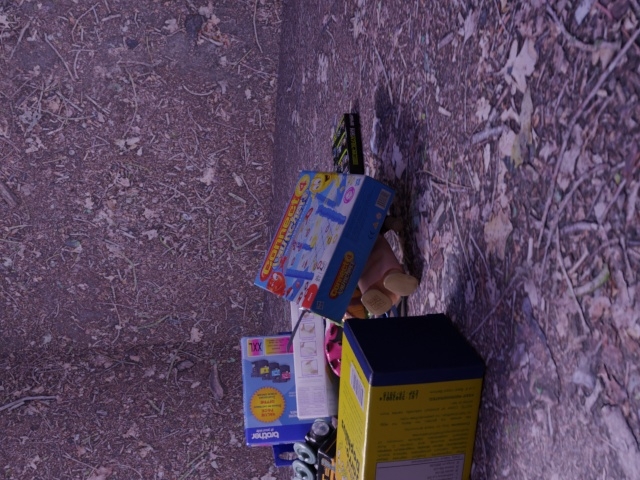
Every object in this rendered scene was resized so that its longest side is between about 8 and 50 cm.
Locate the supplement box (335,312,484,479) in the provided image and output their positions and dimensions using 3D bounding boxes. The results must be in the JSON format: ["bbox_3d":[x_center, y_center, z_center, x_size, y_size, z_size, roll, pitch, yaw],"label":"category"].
[{"bbox_3d":[0.146,0.333,1.230,0.195,0.194,0.356,-119,30,-66],"label":"supplement box"}]

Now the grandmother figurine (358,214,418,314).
[{"bbox_3d":[0.105,0.019,1.548,0.104,0.208,0.342,50,-165,-34],"label":"grandmother figurine"}]

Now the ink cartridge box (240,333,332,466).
[{"bbox_3d":[-0.107,0.499,2.158,0.151,0.270,0.395,107,159,-72],"label":"ink cartridge box"}]

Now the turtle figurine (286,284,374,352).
[{"bbox_3d":[0.053,0.118,1.643,0.198,0.275,0.266,-24,71,37],"label":"turtle figurine"}]

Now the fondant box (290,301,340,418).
[{"bbox_3d":[0.002,0.341,1.988,0.238,0.096,0.330,35,-132,-70],"label":"fondant box"}]

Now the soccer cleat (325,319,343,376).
[{"bbox_3d":[0.069,0.207,1.896,0.143,0.116,0.331,-6,-92,-73],"label":"soccer cleat"}]

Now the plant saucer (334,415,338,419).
[{"bbox_3d":[0.048,0.474,2.165,0.198,0.036,0.198,179,90,-78],"label":"plant saucer"}]

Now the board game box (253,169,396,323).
[{"bbox_3d":[0.000,0.000,1.543,0.302,0.086,0.308,14,80,61],"label":"board game box"}]

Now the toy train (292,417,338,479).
[{"bbox_3d":[0.028,0.643,1.930,0.190,0.142,0.333,27,135,26],"label":"toy train"}]

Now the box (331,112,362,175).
[{"bbox_3d":[0.073,-0.233,1.920,0.190,0.045,0.184,121,148,-71],"label":"box"}]

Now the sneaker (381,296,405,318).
[{"bbox_3d":[0.154,0.134,1.515,0.053,0.059,0.144,129,141,-75],"label":"sneaker"}]

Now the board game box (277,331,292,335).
[{"bbox_3d":[-0.077,0.505,2.524,0.232,0.141,0.290,-135,45,-74],"label":"board game box"}]
